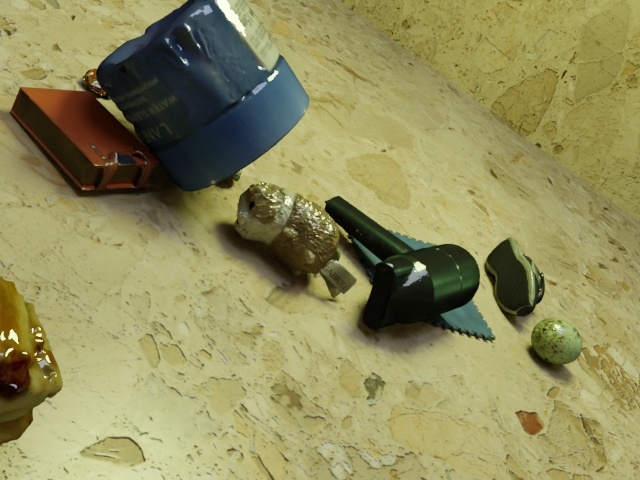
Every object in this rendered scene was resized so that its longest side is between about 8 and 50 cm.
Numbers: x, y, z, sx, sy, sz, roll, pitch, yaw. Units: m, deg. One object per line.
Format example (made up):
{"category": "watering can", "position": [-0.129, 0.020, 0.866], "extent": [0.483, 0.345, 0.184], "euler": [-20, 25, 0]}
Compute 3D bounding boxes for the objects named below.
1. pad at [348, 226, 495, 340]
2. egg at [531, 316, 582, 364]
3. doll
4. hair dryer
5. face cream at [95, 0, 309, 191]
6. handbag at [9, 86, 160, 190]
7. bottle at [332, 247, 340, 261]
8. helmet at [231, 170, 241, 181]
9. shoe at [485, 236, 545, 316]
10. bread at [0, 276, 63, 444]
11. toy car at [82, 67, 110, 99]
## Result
{"category": "pad", "position": [0.175, 0.065, 1.462], "extent": [0.269, 0.012, 0.269], "euler": [19, 31, -31]}
{"category": "egg", "position": [0.443, 0.189, 1.493], "extent": [0.110, 0.085, 0.085], "euler": [27, 27, -25]}
{"category": "doll", "position": [-0.031, -0.007, 1.215], "extent": [0.221, 0.105, 0.115], "euler": [37, 53, 3]}
{"category": "hair dryer", "position": [0.088, 0.020, 1.327], "extent": [0.302, 0.116, 0.244], "euler": [37, 24, 28]}
{"category": "face cream", "position": [-0.176, -0.232, 1.189], "extent": [0.225, 0.249, 0.249], "euler": [54, 19, -22]}
{"category": "handbag", "position": [-0.334, -0.145, 1.144], "extent": [0.190, 0.062, 0.127], "euler": [42, 26, 21]}
{"category": "bottle", "position": [0.000, -0.001, 1.319], "extent": [0.047, 0.063, 0.101], "euler": [-5, 36, -12]}
{"category": "helmet", "position": [-0.162, -0.135, 1.342], "extent": [0.065, 0.049, 0.084], "euler": [67, 25, -46]}
{"category": "shoe", "position": [0.414, 0.086, 1.630], "extent": [0.112, 0.099, 0.227], "euler": [34, 24, -22]}
{"category": "bread", "position": [-0.416, 0.036, 0.605], "extent": [0.370, 0.191, 0.314], "euler": [22, 21, -52]}
{"category": "toy car", "position": [-0.352, -0.273, 1.359], "extent": [0.059, 0.035, 0.122], "euler": [44, 25, 7]}
